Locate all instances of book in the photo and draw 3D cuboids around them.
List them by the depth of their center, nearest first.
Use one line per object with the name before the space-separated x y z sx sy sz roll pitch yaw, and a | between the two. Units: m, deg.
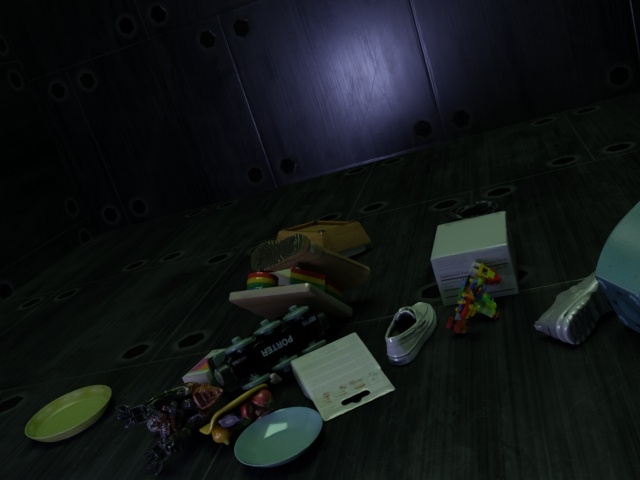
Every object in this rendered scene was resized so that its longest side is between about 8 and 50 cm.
book | -0.306 0.347 1.900 0.096 0.035 0.144 -11 18 34

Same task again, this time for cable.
cable | 0.527 -0.088 2.389 0.184 0.047 0.150 -7 25 27

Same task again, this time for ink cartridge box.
ink cartridge box | 0.051 0.327 1.592 0.180 0.056 0.225 -22 36 -12

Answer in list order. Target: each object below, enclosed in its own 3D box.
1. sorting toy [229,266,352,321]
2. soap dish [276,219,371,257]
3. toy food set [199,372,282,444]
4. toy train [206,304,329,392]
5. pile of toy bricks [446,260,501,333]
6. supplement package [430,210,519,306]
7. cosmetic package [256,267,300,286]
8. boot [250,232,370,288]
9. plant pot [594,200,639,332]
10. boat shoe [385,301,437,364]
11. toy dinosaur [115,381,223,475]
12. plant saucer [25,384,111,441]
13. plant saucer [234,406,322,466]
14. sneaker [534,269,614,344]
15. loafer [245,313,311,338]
sorting toy | -0.077 0.150 1.915 0.257 0.090 0.255 -9 -25 28
soap dish | 0.000 0.000 2.459 0.228 0.118 0.290 -17 13 -39
toy food set | -0.161 0.387 1.524 0.217 0.071 0.128 -33 -17 -13
toy train | -0.135 0.277 1.743 0.333 0.142 0.190 -26 -2 -30
pile of toy bricks | 0.390 0.155 1.676 0.105 0.118 0.212 26 35 8
supplement package | 0.428 0.046 1.882 0.203 0.145 0.262 -12 17 19
cosmetic package | -0.075 0.117 2.245 0.160 0.113 0.309 -26 19 -25
boot | -0.031 0.080 1.953 0.236 0.269 0.089 -14 60 42
plant pot | 0.716 0.068 1.370 0.252 0.248 0.247 -38 18 -2
boat shoe | 0.225 0.207 1.690 0.095 0.084 0.258 -11 18 24
toy dinosaur | -0.324 0.380 1.543 0.218 0.164 0.322 -29 -24 -47
plant saucer | -0.683 0.480 1.869 0.240 0.037 0.241 -16 17 5
plant saucer | -0.083 0.420 1.425 0.194 0.038 0.195 -16 17 5
sneaker | 0.588 0.124 1.533 0.281 0.105 0.115 -30 20 -32
loafer | -0.116 0.249 1.924 0.219 0.079 0.080 -17 16 4
